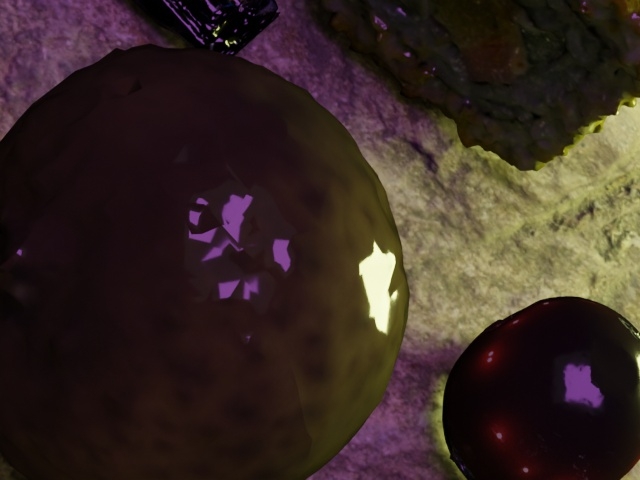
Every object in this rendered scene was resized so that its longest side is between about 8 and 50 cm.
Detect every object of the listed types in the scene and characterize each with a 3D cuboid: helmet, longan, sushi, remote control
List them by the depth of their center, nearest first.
[{"bbox_3d":[-0.118,0.037,1.461,0.391,0.391,0.391,11,64,-23],"label":"longan"},{"bbox_3d":[0.217,0.156,1.703,0.216,0.193,0.189,-36,86,8],"label":"helmet"},{"bbox_3d":[-0.205,-0.341,1.760,0.399,0.062,0.144,47,57,-3],"label":"remote control"},{"bbox_3d":[0.188,-0.294,1.765,0.396,0.351,0.240,43,58,-10],"label":"sushi"}]
